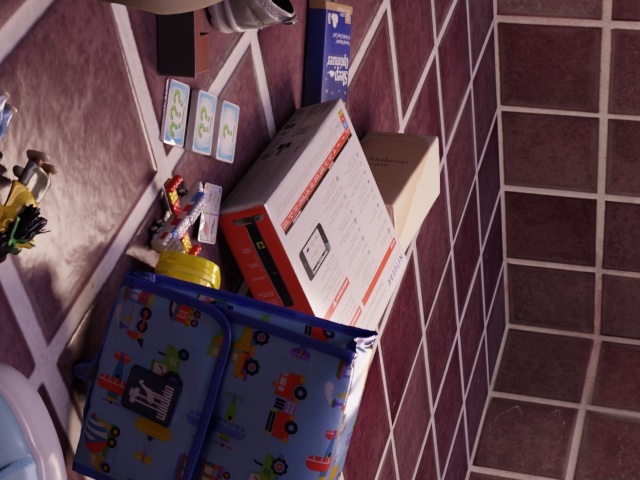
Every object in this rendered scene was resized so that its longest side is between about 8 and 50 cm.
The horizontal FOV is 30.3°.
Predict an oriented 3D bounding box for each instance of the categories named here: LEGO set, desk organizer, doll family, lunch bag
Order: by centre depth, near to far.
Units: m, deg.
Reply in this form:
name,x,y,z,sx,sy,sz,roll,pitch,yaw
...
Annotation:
name,x,y,z,sx,sy,sz,roll,pitch,yaw
doll family,-0.281,-0.043,1.009,0.193,0.076,0.111,63,41,-51
lunch bag,-0.115,0.167,1.228,0.138,0.293,0.221,-18,123,-76
desk organizer,-0.156,-0.256,1.353,0.050,0.047,0.130,-44,137,-66
LEGO set,-0.142,-0.062,1.449,0.182,0.060,0.244,13,84,-68

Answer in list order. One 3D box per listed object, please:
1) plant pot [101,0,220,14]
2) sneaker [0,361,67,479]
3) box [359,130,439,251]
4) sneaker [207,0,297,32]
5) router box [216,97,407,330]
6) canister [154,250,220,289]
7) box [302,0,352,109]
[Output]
name,x,y,z,sx,sy,sz,roll,pitch,yaw
plant pot,-0.149,-0.366,0.978,0.305,0.333,0.334,86,17,-64
sneaker,-0.299,0.285,0.954,0.150,0.135,0.366,-7,101,-75
box,0.104,-0.078,2.060,0.311,0.148,0.121,-56,147,-58
sneaker,-0.082,-0.386,1.422,0.105,0.115,0.281,-63,153,-48
router box,0.000,0.000,1.720,0.301,0.082,0.335,67,29,-23
canister,-0.172,0.112,1.356,0.126,0.073,0.170,104,1,-71
box,0.010,-0.266,1.883,0.136,0.036,0.225,-20,117,-70
